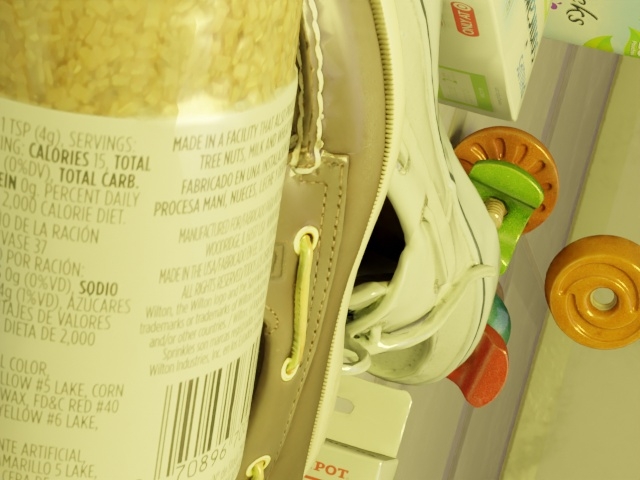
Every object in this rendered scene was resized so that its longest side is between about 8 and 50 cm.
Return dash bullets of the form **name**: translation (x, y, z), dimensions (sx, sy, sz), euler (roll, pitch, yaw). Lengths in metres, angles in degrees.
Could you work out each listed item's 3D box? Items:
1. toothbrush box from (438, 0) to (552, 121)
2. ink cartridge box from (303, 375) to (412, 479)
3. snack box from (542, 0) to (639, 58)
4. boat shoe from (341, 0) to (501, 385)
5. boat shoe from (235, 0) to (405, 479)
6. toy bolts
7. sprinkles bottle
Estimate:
- **toothbrush box**: translation (0.083, -0.235, 0.831), dimensions (0.206, 0.122, 0.283), euler (53, 55, -74)
- **ink cartridge box**: translation (-0.023, 0.158, 0.867), dimensions (0.061, 0.104, 0.181), euler (31, 74, -76)
- **snack box**: translation (0.171, -0.225, 1.068), dimensions (0.207, 0.174, 0.070), euler (82, 26, -60)
- **boat shoe**: translation (0.008, 0.001, 0.761), dimensions (0.367, 0.135, 0.156), euler (80, 28, -54)
- **boat shoe**: translation (-0.043, 0.000, 0.607), dimensions (0.097, 0.116, 0.324), euler (-52, 155, -50)
- **toy bolts**: translation (0.179, 0.029, 1.376), dimensions (0.228, 0.218, 0.158), euler (-61, 180, 27)
- **sprinkles bottle**: translation (-0.070, -0.015, 0.464), dimensions (0.121, 0.121, 0.355), euler (-48, 150, -62)
